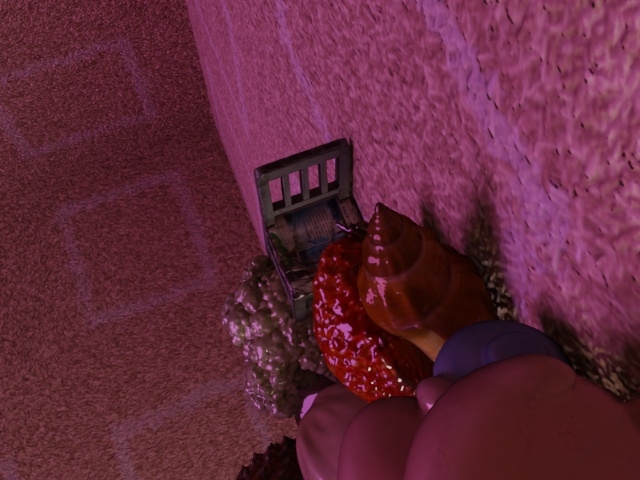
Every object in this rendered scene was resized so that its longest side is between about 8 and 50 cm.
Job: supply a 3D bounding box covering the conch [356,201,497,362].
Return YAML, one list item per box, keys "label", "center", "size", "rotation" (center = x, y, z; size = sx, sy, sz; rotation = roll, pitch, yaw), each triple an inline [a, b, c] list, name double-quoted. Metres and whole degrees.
- label: "conch"
  center: [0.113, 0.071, 0.688]
  size: [0.109, 0.093, 0.330]
  rotation: [7, 151, 36]

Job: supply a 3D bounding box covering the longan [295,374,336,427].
- label: "longan"
  center: [0.023, 0.322, 1.532]
  size: [0.204, 0.159, 0.184]
  rotation: [-51, -23, -57]

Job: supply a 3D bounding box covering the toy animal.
- label: "toy animal"
  center: [0.119, 0.177, 0.491]
  size: [0.221, 0.210, 0.229]
  rotation: [-133, 61, -82]

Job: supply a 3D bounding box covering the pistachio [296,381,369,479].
- label: "pistachio"
  center: [0.089, 0.332, 1.086]
  size: [0.226, 0.207, 0.332]
  rotation: [21, -171, -37]

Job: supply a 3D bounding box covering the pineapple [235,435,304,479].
- label: "pineapple"
  center: [-0.009, 0.377, 1.284]
  size: [0.175, 0.361, 0.175]
  rotation: [19, 123, 31]

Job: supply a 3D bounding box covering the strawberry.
- label: "strawberry"
  center: [0.056, 0.096, 0.787]
  size: [0.175, 0.107, 0.236]
  rotation: [-6, -99, -60]

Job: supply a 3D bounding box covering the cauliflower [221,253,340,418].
- label: "cauliflower"
  center: [-0.048, 0.150, 1.319]
  size: [0.281, 0.260, 0.327]
  rotation: [90, -166, -60]

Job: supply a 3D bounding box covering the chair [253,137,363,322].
- label: "chair"
  center: [0.000, 0.000, 1.081]
  size: [0.270, 0.136, 0.147]
  rotation: [94, 154, -68]
